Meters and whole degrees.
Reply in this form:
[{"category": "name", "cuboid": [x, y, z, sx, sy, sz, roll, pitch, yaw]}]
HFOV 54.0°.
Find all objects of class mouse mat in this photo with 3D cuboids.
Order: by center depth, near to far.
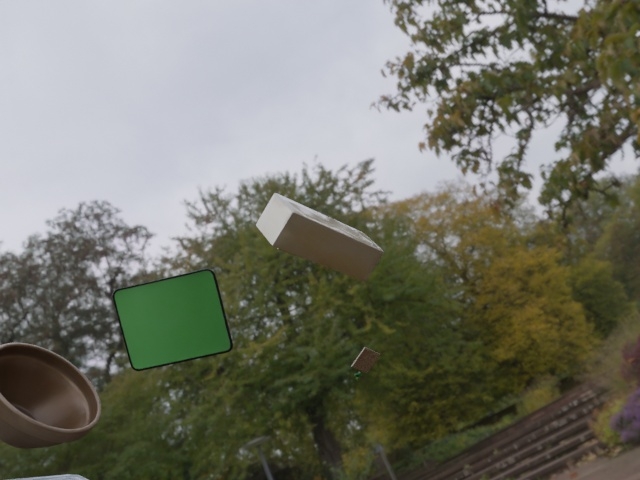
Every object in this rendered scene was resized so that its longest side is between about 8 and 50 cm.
[{"category": "mouse mat", "cuboid": [-0.258, 0.139, 1.094, 0.190, 0.152, 0.007, -13, 4, 7]}]

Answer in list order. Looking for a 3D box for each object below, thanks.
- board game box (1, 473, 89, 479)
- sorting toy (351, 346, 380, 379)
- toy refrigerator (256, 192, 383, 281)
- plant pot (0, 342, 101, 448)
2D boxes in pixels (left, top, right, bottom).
[{"category": "board game box", "cuboid": [-0.469, 0.383, 0.835, 0.390, 0.050, 0.390, 8, -13, -36]}, {"category": "sorting toy", "cuboid": [0.097, 0.290, 1.474, 0.062, 0.012, 0.083, 29, -82, -40]}, {"category": "toy refrigerator", "cuboid": [0.000, 0.000, 1.383, 0.270, 0.102, 0.094, 23, -76, -37]}, {"category": "plant pot", "cuboid": [-0.552, 0.313, 1.197, 0.109, 0.237, 0.237, -49, -29, 7]}]
